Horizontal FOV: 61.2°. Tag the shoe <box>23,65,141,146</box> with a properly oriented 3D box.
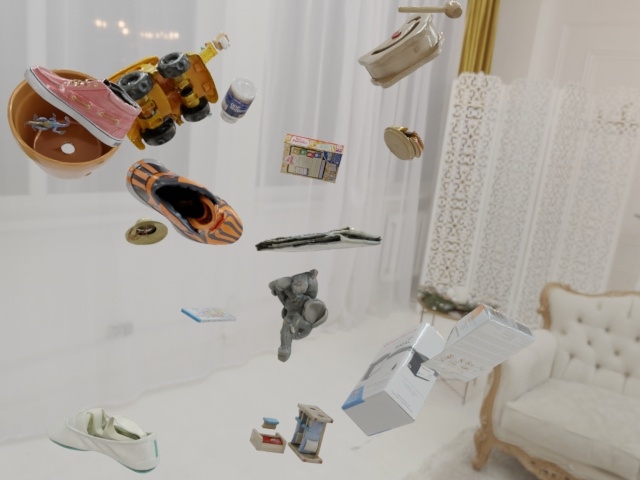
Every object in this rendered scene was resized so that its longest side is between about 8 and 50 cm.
[{"bbox_3d":[-0.377,-0.237,0.868,0.178,0.081,0.063,39,16,-10],"label":"shoe"}]

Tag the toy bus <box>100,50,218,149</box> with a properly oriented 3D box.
[{"bbox_3d":[-0.368,-0.333,1.191,0.220,0.149,0.211,-36,48,-14],"label":"toy bus"}]

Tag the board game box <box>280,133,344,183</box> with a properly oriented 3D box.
[{"bbox_3d":[-0.030,-0.270,1.800,0.194,0.146,0.045,11,54,-3],"label":"board game box"}]

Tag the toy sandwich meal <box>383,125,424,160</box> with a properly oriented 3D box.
[{"bbox_3d":[0.154,-0.185,1.012,0.029,0.085,0.086,-42,33,-15],"label":"toy sandwich meal"}]

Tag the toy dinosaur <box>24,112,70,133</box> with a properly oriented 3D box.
[{"bbox_3d":[-0.664,-0.292,1.332,0.090,0.047,0.082,18,17,27],"label":"toy dinosaur"}]

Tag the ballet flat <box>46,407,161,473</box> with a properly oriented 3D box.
[{"bbox_3d":[-0.653,0.580,1.645,0.400,0.139,0.139,10,14,20],"label":"ballet flat"}]

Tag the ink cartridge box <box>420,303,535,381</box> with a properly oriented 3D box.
[{"bbox_3d":[0.306,0.207,1.069,0.145,0.179,0.045,25,40,-29],"label":"ink cartridge box"}]

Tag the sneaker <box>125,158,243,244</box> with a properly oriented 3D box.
[{"bbox_3d":[-0.256,-0.048,1.160,0.180,0.124,0.321,29,-2,42],"label":"sneaker"}]

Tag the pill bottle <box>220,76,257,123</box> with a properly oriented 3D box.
[{"bbox_3d":[-0.211,-0.348,1.363,0.067,0.067,0.120,-2,-23,-31],"label":"pill bottle"}]

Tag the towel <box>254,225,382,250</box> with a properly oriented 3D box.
[{"bbox_3d":[0.000,0.000,1.740,0.312,0.056,0.324,-5,-4,27],"label":"towel"}]

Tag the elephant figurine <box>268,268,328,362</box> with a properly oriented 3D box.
[{"bbox_3d":[-0.066,0.226,1.669,0.186,0.239,0.169,-14,0,-3],"label":"elephant figurine"}]

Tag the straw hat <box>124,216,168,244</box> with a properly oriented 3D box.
[{"bbox_3d":[-0.607,-0.047,1.876,0.145,0.144,0.061,-2,52,-30],"label":"straw hat"}]

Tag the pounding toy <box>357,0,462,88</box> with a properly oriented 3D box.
[{"bbox_3d":[0.207,-0.512,1.328,0.270,0.155,0.154,-30,31,18],"label":"pounding toy"}]

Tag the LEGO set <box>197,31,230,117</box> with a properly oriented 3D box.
[{"bbox_3d":[-0.399,-0.551,1.772,0.132,0.286,0.107,10,8,-38],"label":"LEGO set"}]

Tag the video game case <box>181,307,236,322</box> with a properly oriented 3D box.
[{"bbox_3d":[-0.411,0.273,1.993,0.119,0.015,0.166,20,10,41],"label":"video game case"}]

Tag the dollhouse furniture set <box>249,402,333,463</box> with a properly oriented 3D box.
[{"bbox_3d":[-0.082,0.541,1.538,0.184,0.129,0.129,17,-5,-23],"label":"dollhouse furniture set"}]

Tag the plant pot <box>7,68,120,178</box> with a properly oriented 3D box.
[{"bbox_3d":[-0.711,-0.301,1.526,0.291,0.290,0.203,-1,-17,-27],"label":"plant pot"}]

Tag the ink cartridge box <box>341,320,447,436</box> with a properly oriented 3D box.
[{"bbox_3d":[0.233,0.413,1.632,0.129,0.223,0.307,46,47,-2],"label":"ink cartridge box"}]
